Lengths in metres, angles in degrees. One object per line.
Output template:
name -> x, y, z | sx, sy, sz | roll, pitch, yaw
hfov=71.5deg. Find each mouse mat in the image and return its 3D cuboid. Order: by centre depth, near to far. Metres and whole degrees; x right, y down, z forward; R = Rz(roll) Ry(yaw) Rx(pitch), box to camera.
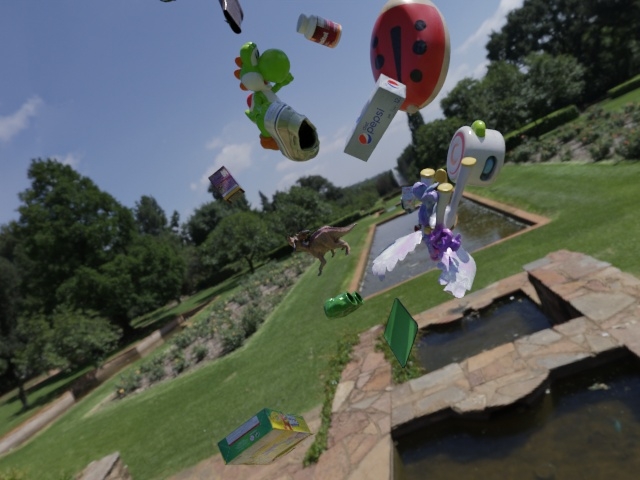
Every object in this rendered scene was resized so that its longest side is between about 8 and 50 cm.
mouse mat -> 0.247, 0.283, 1.380 | 0.007, 0.152, 0.189 | 9, 18, -16

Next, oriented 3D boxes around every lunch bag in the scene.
lunch bag -> 0.330, -0.150, 1.678 | 0.053, 0.083, 0.071 | -6, 52, 11

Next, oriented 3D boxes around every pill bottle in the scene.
pill bottle -> -0.007, -0.757, 1.602 | 0.152, 0.086, 0.086 | 9, -12, -24

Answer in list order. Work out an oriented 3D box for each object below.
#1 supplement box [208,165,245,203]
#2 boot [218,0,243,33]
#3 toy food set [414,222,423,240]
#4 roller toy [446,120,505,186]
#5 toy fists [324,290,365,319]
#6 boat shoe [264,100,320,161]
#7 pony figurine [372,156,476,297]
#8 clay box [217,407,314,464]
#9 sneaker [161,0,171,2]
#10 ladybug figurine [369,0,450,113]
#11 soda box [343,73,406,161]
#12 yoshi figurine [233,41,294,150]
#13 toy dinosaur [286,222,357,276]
supplement box -> -0.248, -0.147, 1.179 | 0.055, 0.083, 0.043 | -39, -15, 3
boot -> -0.403, -1.033, 1.897 | 0.090, 0.248, 0.207 | -21, 48, 13
toy food set -> 0.360, -0.034, 1.537 | 0.019, 0.078, 0.122 | -12, 8, -17
roller toy -> 0.523, -0.279, 1.493 | 0.146, 0.191, 0.209 | 7, -10, -4
toy fists -> 0.096, 0.289, 1.992 | 0.142, 0.096, 0.279 | -38, -15, 11
boat shoe -> -0.052, -0.258, 1.144 | 0.109, 0.094, 0.302 | -59, -16, 4
pony figurine -> 0.348, -0.028, 1.332 | 0.303, 0.363, 0.351 | 18, 41, 30
clay box -> -0.110, 0.436, 0.978 | 0.127, 0.053, 0.222 | -37, -33, 2
sneaker -> -0.372, -0.704, 1.203 | 0.344, 0.146, 0.134 | -5, -23, -2
ladybug figurine -> 0.311, -0.692, 1.626 | 0.305, 0.449, 0.162 | -11, -6, 32
soda box -> 0.181, -0.412, 1.524 | 0.286, 0.098, 0.091 | 121, 167, -46
yoshi figurine -> -0.164, -0.515, 1.571 | 0.203, 0.362, 0.203 | -27, 39, -13
toy dinosaur -> 0.000, 0.000, 1.772 | 0.296, 0.200, 0.127 | -37, 15, 27
